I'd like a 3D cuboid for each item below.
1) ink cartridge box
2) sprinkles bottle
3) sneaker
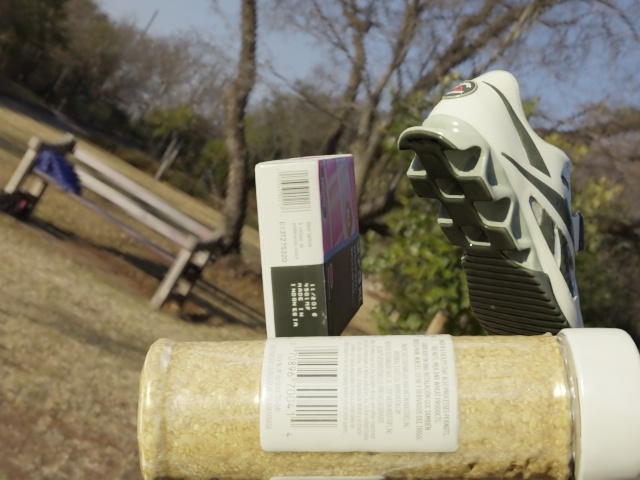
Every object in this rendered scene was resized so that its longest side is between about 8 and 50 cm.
[{"bbox_3d":[0.000,0.000,1.106,0.069,0.176,0.371,-3,5,6],"label":"ink cartridge box"},{"bbox_3d":[0.051,0.127,0.777,0.355,0.121,0.121,-1,-4,2],"label":"sprinkles bottle"},{"bbox_3d":[0.203,-0.012,1.012,0.122,0.146,0.331,11,-43,46],"label":"sneaker"}]
